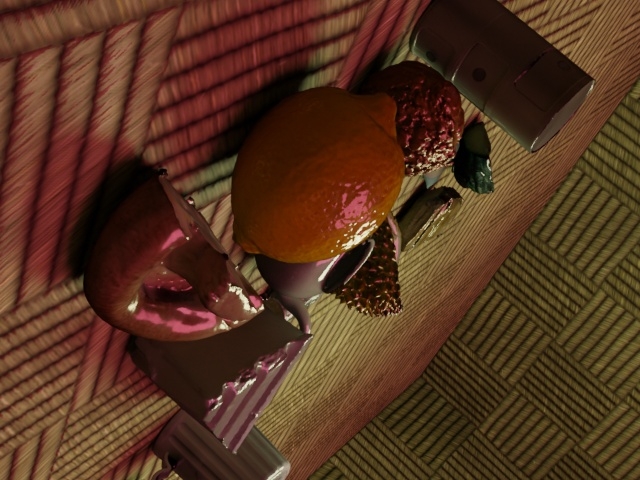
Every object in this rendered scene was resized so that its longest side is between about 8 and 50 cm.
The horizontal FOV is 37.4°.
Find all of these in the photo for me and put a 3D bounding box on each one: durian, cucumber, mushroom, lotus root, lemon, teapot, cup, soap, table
[{"bbox_3d":[0.065,0.009,1.561,0.193,0.138,0.237,31,58,-82],"label":"durian"},{"bbox_3d":[-0.048,0.093,1.583,0.112,0.064,0.064,-34,160,-33],"label":"cucumber"},{"bbox_3d":[-0.165,0.043,1.007,0.151,0.156,0.285,-35,152,-1],"label":"mushroom"},{"bbox_3d":[0.216,-0.058,1.894,0.143,0.070,0.144,-16,150,-51],"label":"lotus root"},{"bbox_3d":[-0.003,-0.072,1.072,0.244,0.187,0.187,-43,164,2],"label":"lemon"},{"bbox_3d":[0.000,0.000,1.348,0.193,0.129,0.294,-27,154,-54],"label":"teapot"},{"bbox_3d":[-0.190,0.405,1.684,0.221,0.202,0.167,-45,162,-14],"label":"cup"},{"bbox_3d":[-0.184,0.228,1.353,0.258,0.159,0.302,-31,155,-55],"label":"soap"},{"bbox_3d":[0.305,-0.158,1.875,0.193,0.086,0.115,77,13,-70],"label":"cucumber"},{"bbox_3d":[0.239,-0.232,1.254,0.126,0.220,0.126,-43,166,-14],"label":"table"}]

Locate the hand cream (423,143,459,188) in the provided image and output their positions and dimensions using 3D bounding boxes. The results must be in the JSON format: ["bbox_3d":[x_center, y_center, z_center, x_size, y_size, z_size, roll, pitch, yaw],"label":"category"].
[{"bbox_3d":[0.208,-0.146,1.670,0.111,0.070,0.312,-58,167,6],"label":"hand cream"}]

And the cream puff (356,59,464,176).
[{"bbox_3d":[0.117,-0.153,1.243,0.150,0.165,0.115,-30,-150,34],"label":"cream puff"}]
